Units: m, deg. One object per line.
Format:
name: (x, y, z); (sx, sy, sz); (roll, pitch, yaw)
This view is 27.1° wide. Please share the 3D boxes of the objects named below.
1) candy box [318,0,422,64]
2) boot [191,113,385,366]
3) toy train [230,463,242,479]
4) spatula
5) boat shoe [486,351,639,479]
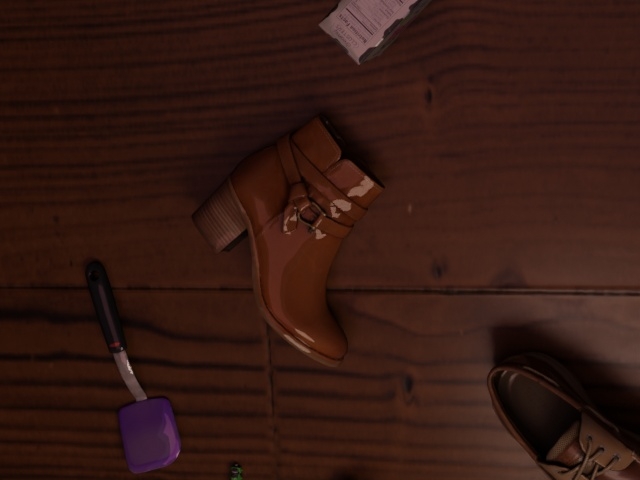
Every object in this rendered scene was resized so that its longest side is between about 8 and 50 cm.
candy box: (0.100, -0.303, 1.559); (0.070, 0.165, 0.196); (45, 107, -1)
boot: (0.000, 0.000, 1.692); (0.220, 0.109, 0.283); (-38, 87, 12)
toy train: (-0.118, 0.348, 1.824); (0.017, 0.024, 0.083); (5, 104, 9)
spatula: (-0.264, 0.170, 1.804); (0.084, 0.030, 0.296); (-15, 100, 12)
boat shoe: (0.319, 0.262, 1.612); (0.324, 0.116, 0.123); (42, 107, 30)
